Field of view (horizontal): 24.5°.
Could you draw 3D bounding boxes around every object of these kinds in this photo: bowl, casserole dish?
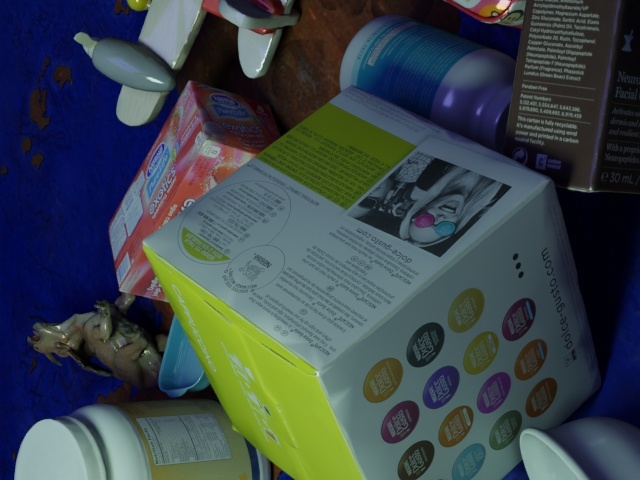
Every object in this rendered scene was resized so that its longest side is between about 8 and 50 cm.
[{"bbox_3d":[0.343,0.295,1.549,0.297,0.134,0.298,58,172,14],"label":"bowl"},{"bbox_3d":[-0.185,0.154,2.224,0.114,0.037,0.188,-13,56,45],"label":"casserole dish"}]

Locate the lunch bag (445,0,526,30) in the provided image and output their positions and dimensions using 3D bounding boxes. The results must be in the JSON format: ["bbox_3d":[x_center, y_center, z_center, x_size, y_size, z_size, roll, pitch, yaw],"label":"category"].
[{"bbox_3d":[0.235,-0.406,1.753,0.258,0.120,0.293,41,118,40],"label":"lunch bag"}]

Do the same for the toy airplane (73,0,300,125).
[{"bbox_3d":[-0.210,-0.393,2.136,0.384,0.272,0.386,-19,74,46],"label":"toy airplane"}]

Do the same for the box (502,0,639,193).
[{"bbox_3d":[0.329,-0.241,1.592,0.143,0.191,0.381,13,99,48],"label":"box"}]

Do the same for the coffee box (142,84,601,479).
[{"bbox_3d":[0.062,0.087,1.671,0.338,0.334,0.337,32,153,44],"label":"coffee box"}]

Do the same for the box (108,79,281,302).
[{"bbox_3d":[-0.184,-0.063,2.167,0.300,0.142,0.154,-57,33,29],"label":"box"}]

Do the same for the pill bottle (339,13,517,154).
[{"bbox_3d":[0.155,-0.179,1.813,0.264,0.146,0.146,30,111,45],"label":"pill bottle"}]

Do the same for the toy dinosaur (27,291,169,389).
[{"bbox_3d":[-0.315,0.177,2.354,0.296,0.127,0.200,38,128,24],"label":"toy dinosaur"}]

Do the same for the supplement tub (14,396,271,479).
[{"bbox_3d":[-0.255,0.344,2.122,0.228,0.316,0.228,-2,87,48],"label":"supplement tub"}]
